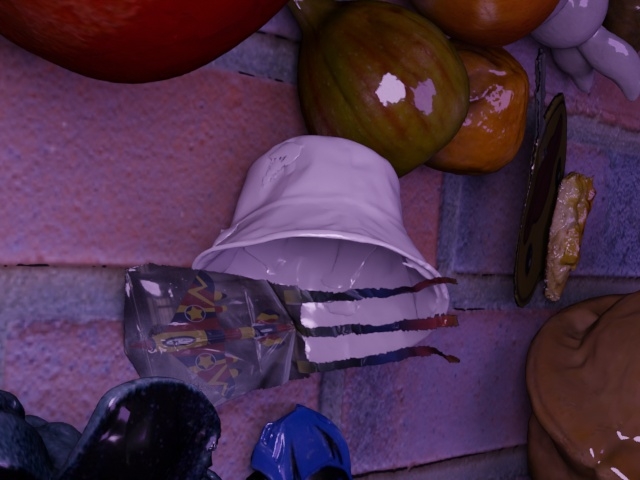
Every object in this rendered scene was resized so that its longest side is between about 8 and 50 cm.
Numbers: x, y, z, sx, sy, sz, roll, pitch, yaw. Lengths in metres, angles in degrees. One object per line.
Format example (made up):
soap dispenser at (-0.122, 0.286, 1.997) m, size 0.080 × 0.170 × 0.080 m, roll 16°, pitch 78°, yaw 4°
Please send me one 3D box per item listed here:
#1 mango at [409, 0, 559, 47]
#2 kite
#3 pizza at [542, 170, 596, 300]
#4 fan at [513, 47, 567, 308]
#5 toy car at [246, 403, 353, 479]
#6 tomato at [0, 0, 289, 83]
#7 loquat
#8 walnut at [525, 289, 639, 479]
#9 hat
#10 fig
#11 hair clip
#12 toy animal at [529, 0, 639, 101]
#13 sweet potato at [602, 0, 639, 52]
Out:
mango at (0.132, -0.255, 0.911) m, size 0.257 × 0.138 × 0.187 m, roll -25°, pitch 114°, yaw -81°
kite at (-0.022, 0.067, 0.821) m, size 0.015 × 0.245 × 0.141 m, roll -87°, pitch 171°, yaw -54°
pizza at (0.281, -0.014, 1.274) m, size 0.099 × 0.036 × 0.160 m, roll 60°, pitch 44°, yaw -62°
fan at (0.226, -0.069, 1.165) m, size 0.335 × 0.011 × 0.229 m, roll 77°, pitch 30°, yaw -50°
toy car at (-0.001, 0.244, 0.972) m, size 0.103 × 0.063 × 0.216 m, roll -29°, pitch 116°, yaw -43°
tomato at (-0.088, -0.258, 0.621) m, size 0.325 × 0.290 × 0.293 m, roll -45°, pitch 129°, yaw -17°
loquat at (0.130, -0.122, 1.050) m, size 0.137 × 0.113 × 0.137 m, roll -24°, pitch 132°, yaw -29°
walnut at (0.403, 0.203, 1.251) m, size 0.384 × 0.384 × 0.383 m, roll -9°, pitch 102°, yaw -49°
hat at (0.000, 0.000, 0.872) m, size 0.203 × 0.203 × 0.126 m, roll 46°, pitch 40°, yaw -42°
fig at (0.032, -0.135, 0.918) m, size 0.186 × 0.148 × 0.142 m, roll 32°, pitch 67°, yaw -11°
hair clip at (-0.171, 0.165, 0.649) m, size 0.310 × 0.206 × 0.194 m, roll 29°, pitch 69°, yaw -46°
toy animal at (0.267, -0.240, 1.194) m, size 0.221 × 0.104 × 0.130 m, roll 25°, pitch 75°, yaw -49°
sweet potato at (0.396, -0.403, 1.319) m, size 0.130 × 0.130 × 0.422 m, roll 14°, pitch 91°, yaw -50°
